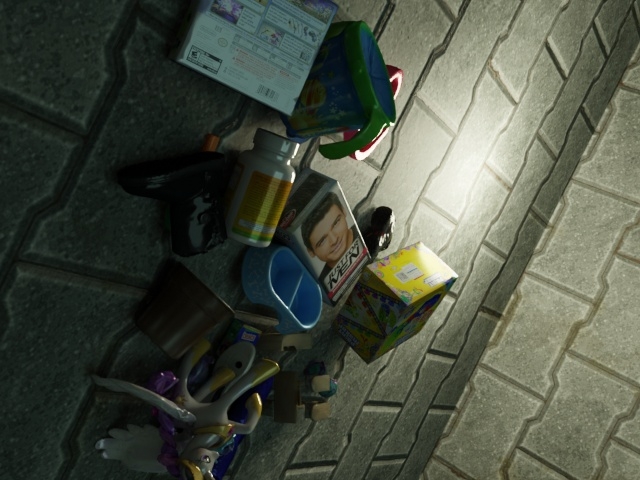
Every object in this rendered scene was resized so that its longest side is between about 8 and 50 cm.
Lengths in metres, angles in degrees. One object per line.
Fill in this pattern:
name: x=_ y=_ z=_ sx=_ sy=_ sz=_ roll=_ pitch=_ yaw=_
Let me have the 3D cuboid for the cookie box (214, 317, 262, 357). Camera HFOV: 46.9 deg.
cookie box: x=-0.213 y=0.266 z=1.919 sx=0.107 sy=0.040 sz=0.092 roll=-61 pitch=146 yaw=-4

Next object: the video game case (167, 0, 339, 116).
video game case: x=-0.127 y=-0.408 z=1.439 sx=0.269 sy=0.061 sz=0.244 roll=21 pitch=97 yaw=-34

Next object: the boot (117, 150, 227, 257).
boot: x=-0.289 y=-0.060 z=1.492 sx=0.246 sy=0.094 sz=0.207 roll=-19 pitch=120 yaw=-44

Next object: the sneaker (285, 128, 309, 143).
sneaker: x=0.010 y=-0.298 z=1.784 sx=0.232 sy=0.081 sz=0.090 roll=-49 pitch=139 yaw=-22

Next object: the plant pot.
plant pot: x=-0.305 y=0.161 z=1.616 sx=0.165 sy=0.167 sz=0.167 roll=-47 pitch=145 yaw=-10

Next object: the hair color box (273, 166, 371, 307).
hair color box: x=0.000 y=0.000 z=1.958 sx=0.185 sy=0.113 sz=0.374 roll=-51 pitch=145 yaw=-17

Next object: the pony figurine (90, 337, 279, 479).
pony figurine: x=-0.309 y=0.386 z=1.649 sx=0.363 sy=0.351 sz=0.303 roll=-56 pitch=156 yaw=-47

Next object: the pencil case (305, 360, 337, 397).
pencil case: x=0.005 y=0.439 z=2.331 sx=0.070 sy=0.064 sz=0.151 roll=-38 pitch=144 yaw=-8

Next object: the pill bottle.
pill bottle: x=-0.137 y=-0.120 z=1.654 sx=0.136 sy=0.136 sz=0.245 roll=7 pitch=107 yaw=-56

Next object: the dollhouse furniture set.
dollhouse furniture set: x=-0.106 y=0.374 z=2.003 sx=0.161 sy=0.212 sz=0.242 roll=10 pitch=78 yaw=-58

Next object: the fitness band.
fitness band: x=0.134 y=-0.332 z=1.900 sx=0.291 sy=0.054 sz=0.209 roll=-52 pitch=158 yaw=-41

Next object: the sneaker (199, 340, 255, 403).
sneaker: x=-0.233 y=0.351 z=1.877 sx=0.217 sy=0.079 sz=0.121 roll=-56 pitch=169 yaw=-6

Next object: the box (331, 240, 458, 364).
box: x=0.230 y=0.190 z=2.295 sx=0.290 sy=0.177 sz=0.279 roll=-22 pitch=149 yaw=-45

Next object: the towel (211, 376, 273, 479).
towel: x=-0.217 y=0.485 z=1.845 sx=0.308 sy=0.076 sz=0.227 roll=-60 pitch=-177 yaw=-35

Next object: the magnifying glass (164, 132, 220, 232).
magnifying glass: x=-0.269 y=-0.117 z=1.576 sx=0.092 sy=0.026 sz=0.231 roll=10 pitch=104 yaw=-56

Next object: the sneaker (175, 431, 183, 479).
sneaker: x=-0.363 y=0.533 z=1.861 sx=0.094 sy=0.091 sz=0.258 roll=-52 pitch=155 yaw=-28

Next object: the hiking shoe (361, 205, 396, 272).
hiking shoe: x=0.169 y=0.014 z=2.231 sx=0.227 sy=0.086 sz=0.114 roll=-58 pitch=144 yaw=-9

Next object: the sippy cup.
sippy cup: x=0.023 y=-0.329 z=1.605 sx=0.305 sy=0.224 sz=0.240 roll=-70 pitch=140 yaw=-61

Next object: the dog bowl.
dog bowl: x=-0.089 y=0.123 z=1.877 sx=0.297 sy=0.074 sz=0.166 roll=55 pitch=45 yaw=-42
